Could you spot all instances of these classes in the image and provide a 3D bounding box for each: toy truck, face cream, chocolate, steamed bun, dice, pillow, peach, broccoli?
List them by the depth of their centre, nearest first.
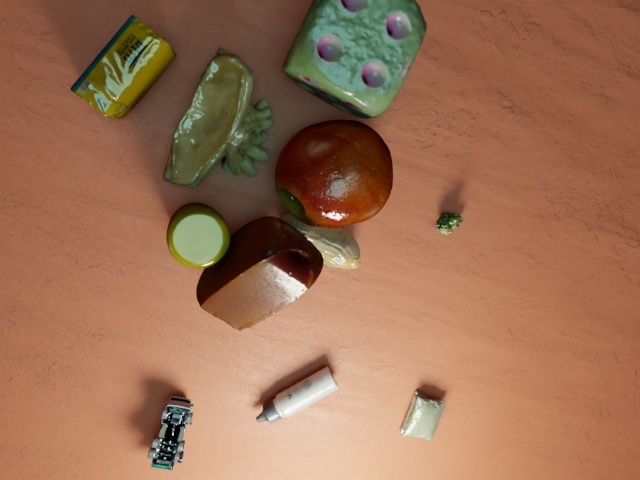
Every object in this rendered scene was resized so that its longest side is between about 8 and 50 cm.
[{"bbox_3d":[0.096,-0.561,1.444,0.330,0.318,0.322,24,97,-14],"label":"dice"},{"bbox_3d":[-0.186,0.083,1.509,0.379,0.248,0.235,-35,124,26],"label":"steamed bun"},{"bbox_3d":[-0.279,-0.336,1.512,0.247,0.189,0.428,24,96,14],"label":"steamed bun"},{"bbox_3d":[0.049,-0.205,1.528,0.372,0.373,0.290,-22,136,-6],"label":"peach"},{"bbox_3d":[0.000,0.000,1.645,0.309,0.134,0.134,27,96,-12],"label":"chocolate"},{"bbox_3d":[-0.509,0.660,1.691,0.114,0.124,0.253,15,97,-14],"label":"toy truck"},{"bbox_3d":[0.457,-0.061,1.741,0.097,0.092,0.095,31,69,-26],"label":"broccoli"},{"bbox_3d":[-0.090,0.563,1.769,0.311,0.092,0.092,-28,106,-3],"label":"face cream"},{"bbox_3d":[0.390,0.678,1.892,0.134,0.078,0.181,18,99,-14],"label":"pillow"}]

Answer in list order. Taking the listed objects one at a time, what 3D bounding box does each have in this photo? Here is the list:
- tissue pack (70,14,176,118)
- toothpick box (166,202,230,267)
[{"bbox_3d":[-0.546,-0.478,1.405,0.134,0.192,0.271,40,93,-15],"label":"tissue pack"},{"bbox_3d":[-0.373,-0.029,1.496,0.174,0.271,0.175,-4,103,-16],"label":"toothpick box"}]
